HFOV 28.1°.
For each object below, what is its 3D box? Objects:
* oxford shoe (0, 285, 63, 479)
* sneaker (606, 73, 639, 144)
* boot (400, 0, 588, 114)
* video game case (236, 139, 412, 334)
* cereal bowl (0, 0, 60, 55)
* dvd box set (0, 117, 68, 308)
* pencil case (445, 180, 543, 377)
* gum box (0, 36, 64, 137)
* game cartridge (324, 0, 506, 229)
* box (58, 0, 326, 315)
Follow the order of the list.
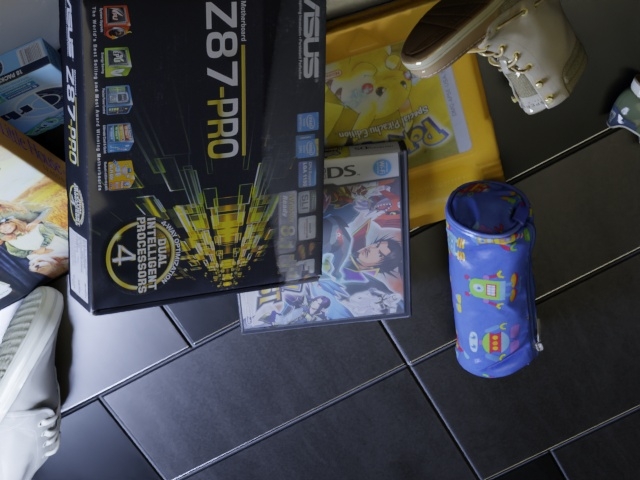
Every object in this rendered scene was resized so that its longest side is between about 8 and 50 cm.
[{"bbox_3d":[-0.427,0.247,1.833,0.130,0.169,0.449,19,122,-12],"label":"oxford shoe"},{"bbox_3d":[0.482,-0.150,1.778,0.192,0.064,0.086,30,119,-20],"label":"sneaker"},{"bbox_3d":[0.231,-0.237,1.637,0.262,0.095,0.203,-44,124,-24],"label":"boot"},{"bbox_3d":[0.000,0.000,1.769,0.248,0.035,0.275,-6,121,-3],"label":"video game case"},{"bbox_3d":[-0.452,-0.326,1.497,0.338,0.141,0.339,-11,151,-7],"label":"cereal bowl"},{"bbox_3d":[-0.465,-0.025,1.604,0.307,0.062,0.420,-29,154,8],"label":"dvd box set"},{"bbox_3d":[0.247,0.062,1.801,0.133,0.119,0.306,8,133,21],"label":"pencil case"},{"bbox_3d":[-0.379,-0.180,1.606,0.156,0.184,0.041,-23,76,6],"label":"gum box"},{"bbox_3d":[0.089,-0.156,1.733,0.285,0.053,0.324,-17,118,3],"label":"game cartridge"},{"bbox_3d":[-0.152,-0.124,1.565,0.318,0.097,0.395,-8,109,-29],"label":"box"}]
